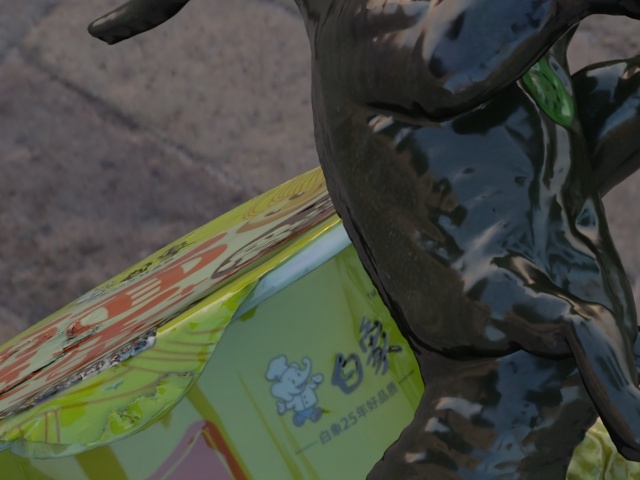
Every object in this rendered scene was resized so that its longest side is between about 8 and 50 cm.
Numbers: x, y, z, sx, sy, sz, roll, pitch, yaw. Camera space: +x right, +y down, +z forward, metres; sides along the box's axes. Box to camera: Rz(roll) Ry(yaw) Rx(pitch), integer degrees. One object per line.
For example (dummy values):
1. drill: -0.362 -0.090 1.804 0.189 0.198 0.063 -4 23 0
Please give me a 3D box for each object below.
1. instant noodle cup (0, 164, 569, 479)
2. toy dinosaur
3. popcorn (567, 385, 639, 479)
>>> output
1. instant noodle cup: -0.026 0.118 0.759 0.311 0.311 0.221 -32 97 -13
2. toy dinosaur: 0.000 0.000 0.364 0.179 0.087 0.187 -4 67 25
3. popcorn: 0.124 0.162 1.232 0.259 0.259 0.212 10 20 15
